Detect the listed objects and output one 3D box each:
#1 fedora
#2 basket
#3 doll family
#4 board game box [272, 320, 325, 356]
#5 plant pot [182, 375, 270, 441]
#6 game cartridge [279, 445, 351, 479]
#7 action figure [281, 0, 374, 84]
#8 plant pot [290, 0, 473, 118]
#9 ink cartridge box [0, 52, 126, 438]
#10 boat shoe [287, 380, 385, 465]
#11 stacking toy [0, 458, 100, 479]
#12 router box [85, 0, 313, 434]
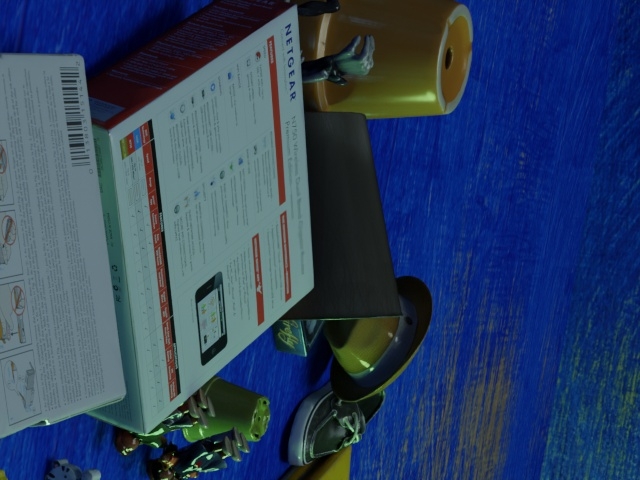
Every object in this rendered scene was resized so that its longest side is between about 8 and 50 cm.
[{"bbox_3d":[0.058,0.112,2.333,0.079,0.194,0.194,38,57,-27],"label":"fedora"},{"bbox_3d":[-0.008,-0.026,2.015,0.154,0.204,0.227,0,89,-63],"label":"basket"},{"bbox_3d":[-0.150,0.208,1.852,0.193,0.111,0.076,56,13,-46],"label":"doll family"},{"bbox_3d":[0.000,0.000,2.233,0.165,0.042,0.243,81,28,-42],"label":"board game box"},{"bbox_3d":[-0.100,0.189,2.004,0.083,0.079,0.083,9,90,-69],"label":"plant pot"},{"bbox_3d":[-0.036,0.454,2.341,0.285,0.052,0.324,-39,134,-60],"label":"game cartridge"},{"bbox_3d":[-0.024,-0.243,1.916,0.164,0.141,0.276,60,42,-39],"label":"action figure"},{"bbox_3d":[0.070,-0.223,2.103,0.205,0.188,0.205,10,90,-70],"label":"plant pot"},{"bbox_3d":[-0.253,0.001,1.429,0.261,0.066,0.296,-12,96,-69],"label":"ink cartridge box"},{"bbox_3d":[0.023,0.232,2.362,0.219,0.070,0.078,-42,137,-59],"label":"boat shoe"},{"bbox_3d":[-0.278,0.306,1.641,0.167,0.052,0.221,6,96,-68],"label":"stacking toy"},{"bbox_3d":[-0.127,-0.030,1.757,0.301,0.082,0.335,-40,137,-45],"label":"router box"}]
